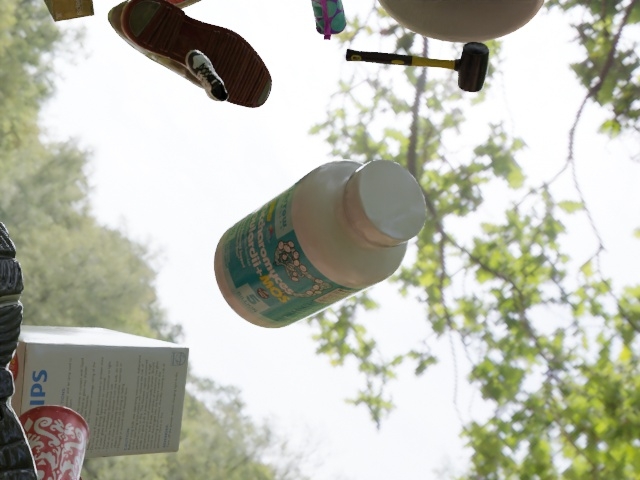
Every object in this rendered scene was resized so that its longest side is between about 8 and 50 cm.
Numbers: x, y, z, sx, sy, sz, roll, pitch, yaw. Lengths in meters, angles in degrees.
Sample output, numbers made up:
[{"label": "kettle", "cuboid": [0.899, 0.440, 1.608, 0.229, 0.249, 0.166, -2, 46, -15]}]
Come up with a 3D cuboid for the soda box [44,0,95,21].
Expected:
[{"label": "soda box", "cuboid": [-0.369, -0.376, 1.340, 0.181, 0.058, 0.061, -124, -153, -42]}]

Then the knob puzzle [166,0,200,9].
[{"label": "knob puzzle", "cuboid": [-0.257, -0.528, 1.861, 0.213, 0.213, 0.030, 36, 2, 42]}]

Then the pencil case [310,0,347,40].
[{"label": "pencil case", "cuboid": [0.008, -0.452, 1.788, 0.065, 0.070, 0.151, 0, -35, 13]}]

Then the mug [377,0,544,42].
[{"label": "mug", "cuboid": [0.222, -0.556, 1.511, 0.276, 0.328, 0.374, -1, -28, 23]}]

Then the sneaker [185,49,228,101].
[{"label": "sneaker", "cuboid": [-0.151, -0.224, 1.307, 0.037, 0.032, 0.083, 33, -17, 52]}]

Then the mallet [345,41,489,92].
[{"label": "mallet", "cuboid": [0.129, -0.230, 1.278, 0.190, 0.039, 0.062, 1, -49, 10]}]

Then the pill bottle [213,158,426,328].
[{"label": "pill bottle", "cuboid": [0.000, 0.000, 1.090, 0.264, 0.146, 0.146, -31, -85, 48]}]

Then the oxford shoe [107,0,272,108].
[{"label": "oxford shoe", "cuboid": [-0.239, -0.359, 1.807, 0.348, 0.123, 0.130, 30, -6, -38]}]

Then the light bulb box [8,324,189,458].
[{"label": "light bulb box", "cuboid": [-0.519, 0.295, 1.936, 0.358, 0.361, 0.225, 3, -93, 47]}]

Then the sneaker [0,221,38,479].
[{"label": "sneaker", "cuboid": [-0.275, 0.094, 0.664, 0.118, 0.107, 0.279, -25, -113, 41]}]

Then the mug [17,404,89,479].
[{"label": "mug", "cuboid": [-0.383, 0.343, 1.389, 0.150, 0.113, 0.169, 36, 18, -24]}]
